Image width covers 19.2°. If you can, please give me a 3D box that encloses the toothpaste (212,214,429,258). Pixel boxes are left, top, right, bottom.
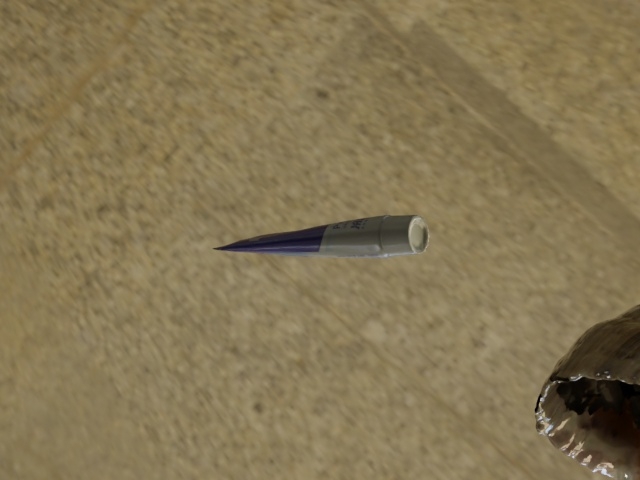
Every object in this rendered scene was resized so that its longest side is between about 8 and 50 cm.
[{"bbox_3d":[0.000,0.000,0.685,0.024,0.083,0.015,-18,-78,-53],"label":"toothpaste"}]

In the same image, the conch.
[{"bbox_3d":[0.256,0.102,1.137,0.210,0.291,0.159,37,-113,13],"label":"conch"}]
